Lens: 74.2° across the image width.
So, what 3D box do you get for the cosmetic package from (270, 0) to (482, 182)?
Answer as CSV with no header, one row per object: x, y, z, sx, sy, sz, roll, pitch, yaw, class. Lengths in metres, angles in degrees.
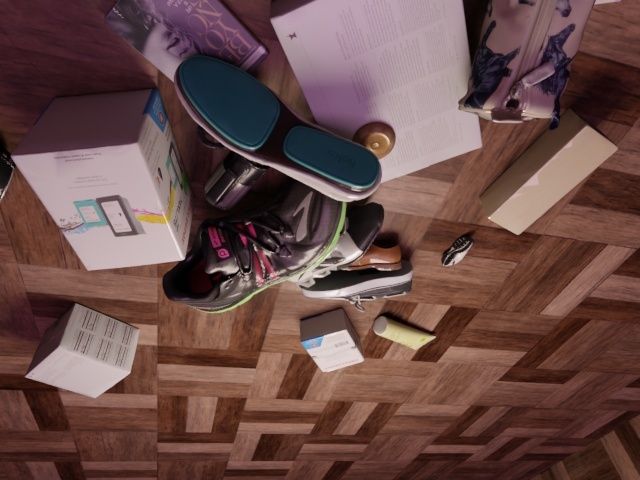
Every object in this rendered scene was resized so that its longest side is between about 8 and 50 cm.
0.117,-0.288,0.764,0.284,0.098,0.377,-20,133,10,cosmetic package

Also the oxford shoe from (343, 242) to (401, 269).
0.106,0.036,1.109,0.211,0.076,0.076,-3,104,-1,oxford shoe

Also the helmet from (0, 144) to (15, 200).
-0.674,-0.133,0.770,0.169,0.170,0.161,-35,144,24,helmet

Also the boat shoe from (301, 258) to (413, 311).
0.101,0.128,1.153,0.305,0.113,0.105,-11,121,-9,boat shoe

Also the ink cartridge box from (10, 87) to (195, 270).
-0.377,-0.110,0.803,0.196,0.198,0.270,-6,135,-2,ink cartridge box

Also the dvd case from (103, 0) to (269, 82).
-0.222,-0.345,0.720,0.164,0.018,0.221,-34,129,24,dvd case

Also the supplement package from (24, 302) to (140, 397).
-0.672,0.319,1.212,0.194,0.149,0.203,-35,128,24,supplement package

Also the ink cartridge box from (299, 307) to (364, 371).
0.038,0.322,1.349,0.148,0.086,0.203,-18,134,9,ink cartridge box

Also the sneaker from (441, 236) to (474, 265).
0.377,0.029,1.149,0.043,0.040,0.109,7,138,-36,sneaker

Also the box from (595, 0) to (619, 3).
0.447,-0.522,0.602,0.067,0.063,0.324,-6,134,-1,box

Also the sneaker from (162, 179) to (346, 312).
-0.145,0.015,0.907,0.482,0.185,0.202,-38,158,18,sneaker

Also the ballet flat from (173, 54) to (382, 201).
-0.080,-0.179,0.766,0.399,0.139,0.139,29,128,-2,ballet flat

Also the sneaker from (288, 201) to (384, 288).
0.000,0.000,1.007,0.146,0.123,0.330,35,125,-28,sneaker

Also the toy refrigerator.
0.497,-0.148,0.952,0.102,0.094,0.270,24,126,-18,toy refrigerator

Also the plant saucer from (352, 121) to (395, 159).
0.101,-0.180,0.792,0.083,0.015,0.084,-3,135,-3,plant saucer

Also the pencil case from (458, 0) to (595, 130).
0.318,-0.372,0.594,0.159,0.184,0.411,8,116,1,pencil case

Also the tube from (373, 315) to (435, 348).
0.276,0.310,1.390,0.240,0.062,0.070,27,166,-35,tube

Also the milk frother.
-0.203,-0.155,0.866,0.134,0.129,0.143,-42,82,29,milk frother
